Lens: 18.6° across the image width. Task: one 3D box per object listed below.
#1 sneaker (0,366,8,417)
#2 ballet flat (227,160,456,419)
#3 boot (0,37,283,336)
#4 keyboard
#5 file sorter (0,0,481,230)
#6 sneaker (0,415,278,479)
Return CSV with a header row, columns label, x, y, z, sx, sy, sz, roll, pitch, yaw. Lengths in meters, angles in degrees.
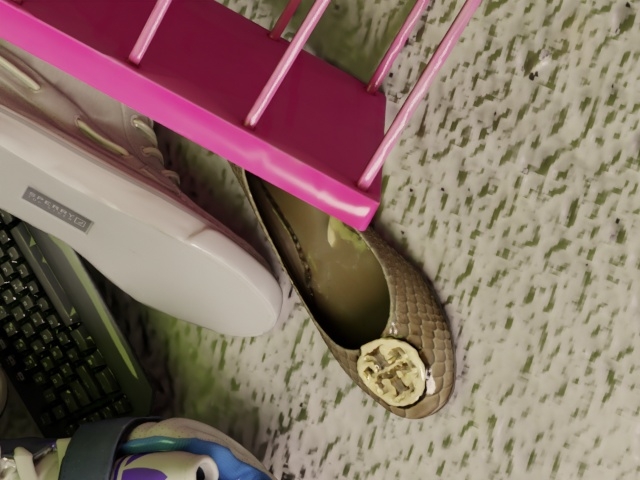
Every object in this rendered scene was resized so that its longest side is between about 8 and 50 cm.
label,x,y,z,sx,sy,sz,roll,pitch,yaw
sneaker,-0.291,0.091,1.340,0.222,0.118,0.083,16,73,24
ballet flat,0.000,0.000,1.186,0.084,0.058,0.250,-33,82,31
boot,-0.120,-0.051,1.224,0.258,0.123,0.095,33,144,-14
keyboard,-0.244,0.005,1.311,0.201,0.033,0.317,-28,92,46
file sorter,-0.057,-0.178,1.048,0.290,0.202,0.182,28,109,-7
sneaker,-0.176,0.151,1.167,0.236,0.322,0.130,-31,51,43
